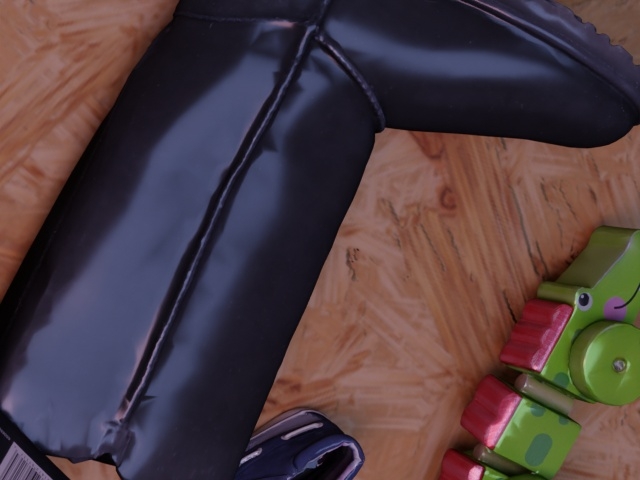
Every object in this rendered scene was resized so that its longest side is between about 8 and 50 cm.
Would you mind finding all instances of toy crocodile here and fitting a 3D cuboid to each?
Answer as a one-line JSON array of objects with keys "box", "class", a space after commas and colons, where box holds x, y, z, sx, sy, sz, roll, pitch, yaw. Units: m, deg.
[{"box": [0.162, 0.137, 1.471, 0.105, 0.115, 0.340, 30, 87, -22], "class": "toy crocodile"}]

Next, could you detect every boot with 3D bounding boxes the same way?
[{"box": [-0.059, 0.194, 1.409, 0.190, 0.086, 0.069, -37, 109, -13], "class": "boot"}, {"box": [-0.002, -0.001, 1.363, 0.367, 0.146, 0.445, 27, 83, -11], "class": "boot"}]

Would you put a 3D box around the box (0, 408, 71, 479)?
[{"box": [-0.325, 0.132, 1.237, 0.261, 0.184, 0.103, 49, 38, -20], "class": "box"}]
